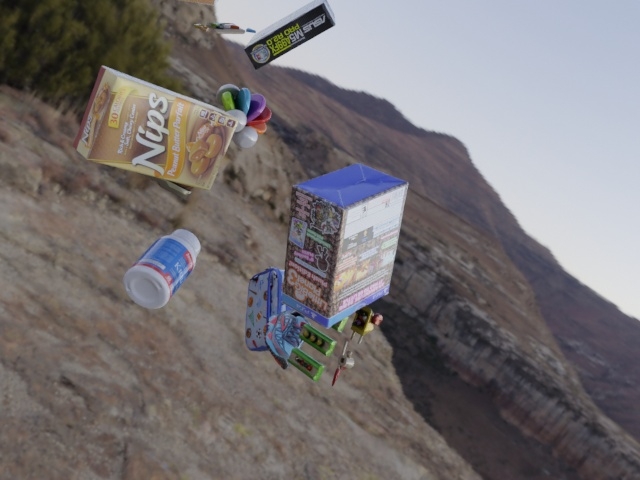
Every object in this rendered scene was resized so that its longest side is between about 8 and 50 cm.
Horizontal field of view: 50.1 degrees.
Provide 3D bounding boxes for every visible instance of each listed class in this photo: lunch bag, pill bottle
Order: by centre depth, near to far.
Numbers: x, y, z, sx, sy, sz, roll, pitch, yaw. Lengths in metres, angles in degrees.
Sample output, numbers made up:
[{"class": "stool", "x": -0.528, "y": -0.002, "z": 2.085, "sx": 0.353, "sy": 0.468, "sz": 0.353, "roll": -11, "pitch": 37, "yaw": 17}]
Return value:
[{"class": "pill bottle", "x": -0.391, "y": 0.063, "z": 1.733, "sx": 0.124, "sy": 0.124, "sz": 0.221, "roll": 35, "pitch": 36, "yaw": -5}, {"class": "lunch bag", "x": -0.170, "y": 0.242, "z": 2.434, "sx": 0.115, "sy": 0.303, "sz": 0.243, "roll": 9, "pitch": -16, "yaw": -32}]

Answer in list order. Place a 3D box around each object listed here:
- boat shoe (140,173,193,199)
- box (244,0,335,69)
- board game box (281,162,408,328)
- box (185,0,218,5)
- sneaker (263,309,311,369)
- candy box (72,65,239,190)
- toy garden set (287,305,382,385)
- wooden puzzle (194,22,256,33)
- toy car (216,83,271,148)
[{"class": "boat shoe", "x": -0.435, "y": -0.213, "z": 1.724, "sx": 0.110, "sy": 0.104, "sz": 0.307, "roll": 31, "pitch": 0, "yaw": 43}, {"class": "box", "x": -0.071, "y": -0.520, "z": 1.695, "sx": 0.060, "sy": 0.216, "sz": 0.270, "roll": 59, "pitch": 12, "yaw": -20}, {"class": "board game box", "x": 0.052, "y": 0.006, "z": 1.516, "sx": 0.141, "sy": 0.291, "sz": 0.232, "roll": 26, "pitch": 33, "yaw": 33}, {"class": "box", "x": -0.292, "y": -0.629, "z": 1.542, "sx": 0.130, "sy": 0.170, "sz": 0.091, "roll": 5, "pitch": 24, "yaw": -4}, {"class": "sneaker", "x": -0.090, "y": 0.269, "z": 2.000, "sx": 0.104, "sy": 0.125, "sz": 0.262, "roll": 56, "pitch": 10, "yaw": -22}, {"class": "candy box", "x": -0.350, "y": -0.234, "z": 1.488, "sx": 0.316, "sy": 0.183, "sz": 0.087, "roll": 12, "pitch": 16, "yaw": -47}, {"class": "toy garden set", "x": 0.027, "y": 0.230, "z": 1.671, "sx": 0.204, "sy": 0.244, "sz": 0.049, "roll": 26, "pitch": 1, "yaw": 44}, {"class": "wooden puzzle", "x": -0.204, "y": -0.456, "z": 1.467, "sx": 0.116, "sy": 0.014, "sz": 0.078, "roll": -11, "pitch": 33, "yaw": -31}, {"class": "toy car", "x": -0.217, "y": -0.373, "z": 2.004, "sx": 0.182, "sy": 0.136, "sz": 0.159, "roll": 56, "pitch": 17, "yaw": -53}]
